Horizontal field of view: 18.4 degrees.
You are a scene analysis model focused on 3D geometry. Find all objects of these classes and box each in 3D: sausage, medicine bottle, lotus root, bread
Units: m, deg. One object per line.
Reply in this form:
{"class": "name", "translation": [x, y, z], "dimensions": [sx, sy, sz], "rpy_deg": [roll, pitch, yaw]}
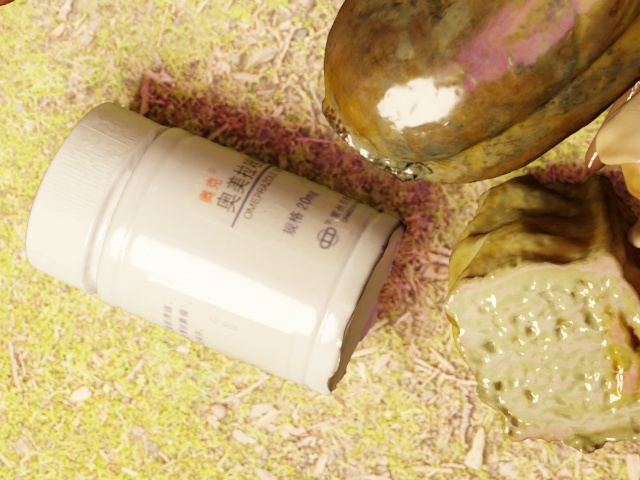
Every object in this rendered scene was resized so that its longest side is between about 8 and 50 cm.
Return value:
{"class": "sausage", "translation": [0.287, -0.116, 1.904], "dimensions": [0.026, 0.026, 0.116], "rpy_deg": [28, 113, 1]}
{"class": "medicine bottle", "translation": [-0.104, 0.005, 1.937], "dimensions": [0.332, 0.190, 0.190], "rpy_deg": [22, 113, 8]}
{"class": "lotus root", "translation": [0.159, -0.195, 1.791], "dimensions": [0.346, 0.250, 0.250], "rpy_deg": [-41, 97, 22]}
{"class": "bread", "translation": [0.227, 0.061, 1.861], "dimensions": [0.196, 0.252, 0.238], "rpy_deg": [-34, 97, 20]}

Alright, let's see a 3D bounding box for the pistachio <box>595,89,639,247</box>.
{"class": "pistachio", "translation": [0.402, -0.098, 1.774], "dimensions": [0.321, 0.238, 0.229], "rpy_deg": [-26, 99, -14]}

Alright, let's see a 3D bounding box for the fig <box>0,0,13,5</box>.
{"class": "fig", "translation": [-0.306, -0.337, 1.919], "dimensions": [0.160, 0.231, 0.143], "rpy_deg": [41, 156, -3]}
